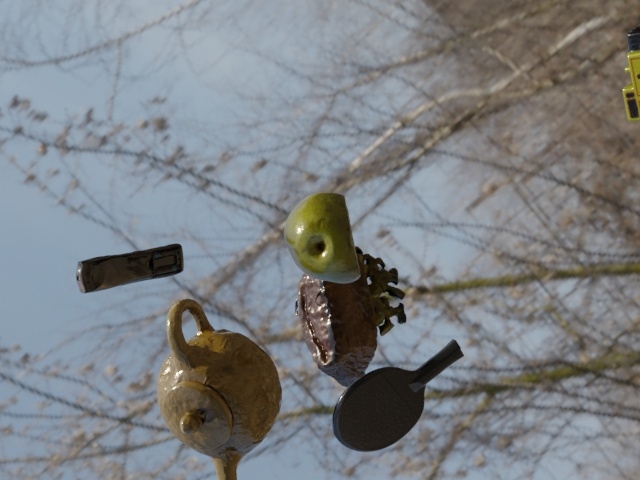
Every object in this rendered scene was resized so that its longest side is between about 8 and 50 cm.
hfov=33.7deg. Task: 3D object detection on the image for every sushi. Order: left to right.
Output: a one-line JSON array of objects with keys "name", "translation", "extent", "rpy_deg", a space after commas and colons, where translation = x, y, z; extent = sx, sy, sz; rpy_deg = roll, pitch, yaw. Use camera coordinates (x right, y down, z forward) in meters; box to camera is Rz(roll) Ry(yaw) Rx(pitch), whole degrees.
[{"name": "sushi", "translation": [0.057, 0.144, 2.105], "extent": [0.179, 0.167, 0.296], "rpy_deg": [-3, -102, -32]}]

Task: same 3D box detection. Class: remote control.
[{"name": "remote control", "translation": [-0.313, 0.045, 1.755], "extent": [0.212, 0.028, 0.059], "rpy_deg": [-13, -73, -46]}]

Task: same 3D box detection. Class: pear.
[{"name": "pear", "translation": [0.000, 0.000, 1.559], "extent": [0.141, 0.104, 0.141], "rpy_deg": [-11, -90, -83]}]

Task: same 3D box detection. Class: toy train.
[{"name": "toy train", "translation": [0.546, -0.271, 1.695], "extent": [0.089, 0.127, 0.219], "rpy_deg": [-31, -69, -43]}]

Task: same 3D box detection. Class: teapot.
[{"name": "teapot", "translation": [-0.176, 0.242, 1.649], "extent": [0.167, 0.203, 0.311], "rpy_deg": [-43, -60, -60]}]

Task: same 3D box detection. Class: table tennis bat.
[{"name": "table tennis bat", "translation": [0.122, 0.235, 1.617], "extent": [0.150, 0.236, 0.027], "rpy_deg": [52, 179, -35]}]
